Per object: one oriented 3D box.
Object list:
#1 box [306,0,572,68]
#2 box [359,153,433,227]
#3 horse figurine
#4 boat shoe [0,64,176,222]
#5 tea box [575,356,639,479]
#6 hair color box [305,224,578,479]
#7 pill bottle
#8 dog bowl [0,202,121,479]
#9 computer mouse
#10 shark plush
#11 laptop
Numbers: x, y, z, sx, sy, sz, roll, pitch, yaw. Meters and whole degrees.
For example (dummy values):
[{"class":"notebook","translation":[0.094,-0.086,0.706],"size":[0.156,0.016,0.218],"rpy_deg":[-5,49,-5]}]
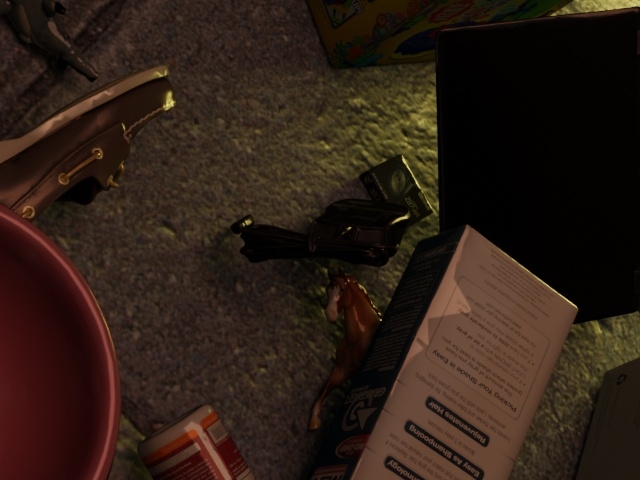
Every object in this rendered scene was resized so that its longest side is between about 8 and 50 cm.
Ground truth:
[{"class":"box","translation":[0.171,-0.353,1.917],"size":[0.290,0.279,0.177],"rpy_deg":[-10,76,-42]},{"class":"box","translation":[0.092,-0.055,1.883],"size":[0.067,0.018,0.083],"rpy_deg":[-27,88,-44]},{"class":"horse figurine","translation":[0.090,0.160,1.744],"size":[0.263,0.066,0.174],"rpy_deg":[25,61,-26]},{"class":"boat shoe","translation":[-0.255,-0.074,1.536],"size":[0.324,0.116,0.097],"rpy_deg":[-36,99,-40]},{"class":"tea box","translation":[0.485,0.339,1.880],"size":[0.323,0.220,0.329],"rpy_deg":[41,49,-16]},{"class":"hair color box","translation":[0.125,0.177,1.660],"size":[0.174,0.105,0.347],"rpy_deg":[36,64,-19]},{"class":"pill bottle","translation":[-0.106,0.242,1.521],"size":[0.086,0.086,0.152],"rpy_deg":[-31,90,-45]},{"class":"dog bowl","translation":[-0.343,0.131,1.275],"size":[0.408,0.150,0.408],"rpy_deg":[8,71,-26]},{"class":"computer mouse","translation":[0.000,0.000,1.725],"size":[0.262,0.184,0.060],"rpy_deg":[-53,148,-76]},{"class":"shark plush","translation":[-0.288,-0.228,1.612],"size":[0.073,0.067,0.161],"rpy_deg":[-26,87,-45]},{"class":"laptop","translation":[0.296,-0.111,1.952],"size":[0.408,0.236,0.382],"rpy_deg":[-51,141,-67]}]
